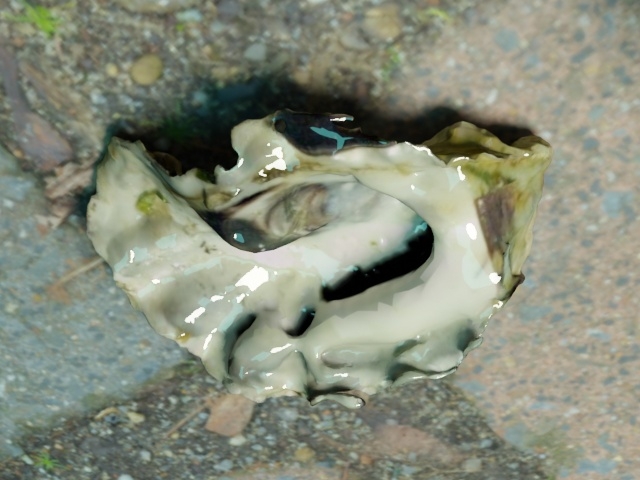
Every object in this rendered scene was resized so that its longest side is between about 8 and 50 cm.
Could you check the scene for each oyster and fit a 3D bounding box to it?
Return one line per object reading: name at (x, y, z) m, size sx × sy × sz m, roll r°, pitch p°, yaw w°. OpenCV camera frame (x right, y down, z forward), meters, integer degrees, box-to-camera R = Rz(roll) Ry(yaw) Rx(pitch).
oyster at (0.000, -0.001, 0.722) m, size 0.351 × 0.115 × 0.238 m, roll -18°, pitch 116°, yaw 16°
